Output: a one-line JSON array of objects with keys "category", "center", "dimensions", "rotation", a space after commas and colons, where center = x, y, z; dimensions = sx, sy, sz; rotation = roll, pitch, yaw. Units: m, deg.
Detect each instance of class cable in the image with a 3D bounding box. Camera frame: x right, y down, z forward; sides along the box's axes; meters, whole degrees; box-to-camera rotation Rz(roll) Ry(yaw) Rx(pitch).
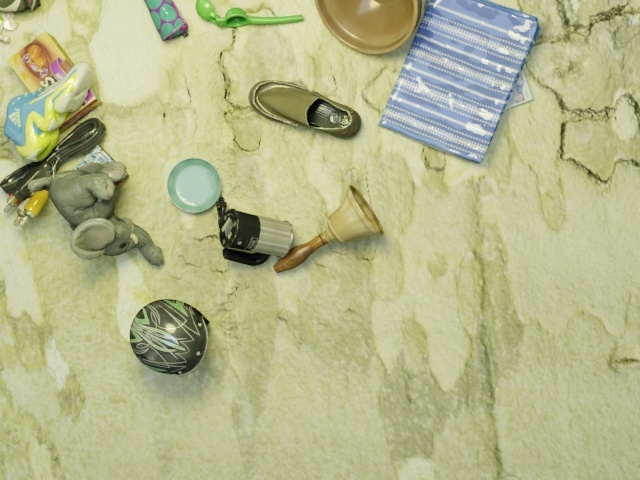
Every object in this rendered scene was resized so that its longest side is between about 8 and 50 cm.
[{"category": "cable", "center": [-0.584, -0.157, 1.745], "dimensions": [0.139, 0.072, 0.287], "rotation": [29, 70, 41]}]

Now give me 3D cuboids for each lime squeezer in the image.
[{"category": "lime squeezer", "center": [-0.198, -0.508, 1.741], "dimensions": [0.310, 0.059, 0.110], "rotation": [27, 60, 3]}]

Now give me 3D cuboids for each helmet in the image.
[{"category": "helmet", "center": [-0.314, 0.201, 1.675], "dimensions": [0.169, 0.161, 0.169], "rotation": [0, 90, 2]}]

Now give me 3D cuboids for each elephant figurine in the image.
[{"category": "elephant figurine", "center": [-0.460, -0.034, 1.675], "dimensions": [0.186, 0.169, 0.239], "rotation": [4, 115, 23]}]

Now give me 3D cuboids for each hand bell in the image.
[{"category": "hand bell", "center": [0.000, 0.000, 1.709], "dimensions": [0.242, 0.126, 0.126], "rotation": [-33, 89, 12]}]

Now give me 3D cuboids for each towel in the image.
[{"category": "towel", "center": [0.298, -0.358, 1.713], "dimensions": [0.243, 0.040, 0.336], "rotation": [23, 90, 8]}]

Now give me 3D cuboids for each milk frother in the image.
[{"category": "milk frother", "center": [-0.150, -0.031, 1.710], "dimensions": [0.135, 0.129, 0.143], "rotation": [13, 56, -32]}]

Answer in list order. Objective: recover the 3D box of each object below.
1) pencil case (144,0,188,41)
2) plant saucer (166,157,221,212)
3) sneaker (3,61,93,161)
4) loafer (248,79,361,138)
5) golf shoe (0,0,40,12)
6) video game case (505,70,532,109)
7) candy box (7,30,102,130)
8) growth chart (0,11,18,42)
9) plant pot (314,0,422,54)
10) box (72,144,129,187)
[{"category": "pencil case", "center": [-0.340, -0.509, 1.730], "dimensions": [0.070, 0.064, 0.151], "rotation": [-26, 89, 17]}, {"category": "plant saucer", "center": [-0.274, -0.120, 1.746], "dimensions": [0.119, 0.021, 0.119], "rotation": [0, 90, 2]}, {"category": "sneaker", "center": [-0.581, -0.290, 1.672], "dimensions": [0.126, 0.091, 0.240], "rotation": [34, 93, 2]}, {"category": "loafer", "center": [-0.032, -0.287, 1.707], "dimensions": [0.251, 0.087, 0.094], "rotation": [15, 90, 2]}, {"category": "golf shoe", "center": [-0.673, -0.625, 1.706], "dimensions": [0.120, 0.105, 0.272], "rotation": [-9, 90, -17]}, {"category": "video game case", "center": [0.387, -0.325, 1.733], "dimensions": [0.122, 0.011, 0.087], "rotation": [-20, 89, 1]}, {"category": "candy box", "center": [-0.577, -0.345, 1.742], "dimensions": [0.109, 0.053, 0.186], "rotation": [-36, 87, 1]}, {"category": "growth chart", "center": [-0.741, -0.556, 1.748], "dimensions": [0.172, 0.021, 0.237], "rotation": [5, 86, -14]}, {"category": "plant pot", "center": [0.113, -0.519, 1.671], "dimensions": [0.237, 0.237, 0.109], "rotation": [37, 50, 2]}, {"category": "box", "center": [-0.499, -0.128, 1.750], "dimensions": [0.137, 0.027, 0.094], "rotation": [-44, 87, 1]}]
